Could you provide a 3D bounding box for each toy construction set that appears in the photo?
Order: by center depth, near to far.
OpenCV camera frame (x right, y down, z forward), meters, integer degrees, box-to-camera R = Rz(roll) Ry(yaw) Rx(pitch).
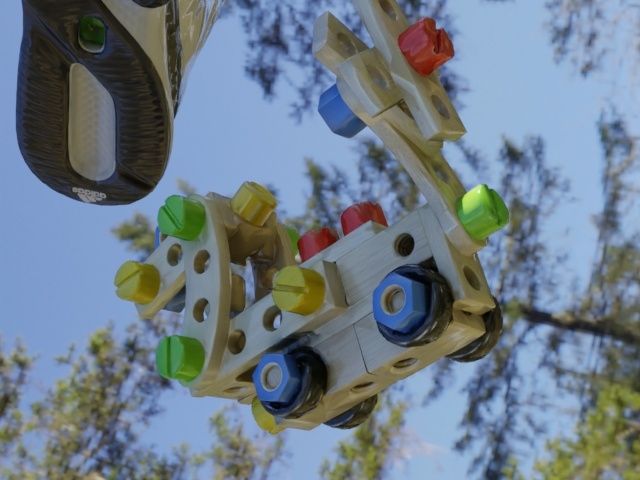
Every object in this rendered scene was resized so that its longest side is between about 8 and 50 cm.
[{"bbox_3d":[0.000,0.000,0.728,0.151,0.328,0.215,7,-126,-35],"label":"toy construction set"}]

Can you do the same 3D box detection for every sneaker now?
[{"bbox_3d":[-0.148,-0.270,0.907,0.257,0.169,0.447,-82,7,-49],"label":"sneaker"}]
